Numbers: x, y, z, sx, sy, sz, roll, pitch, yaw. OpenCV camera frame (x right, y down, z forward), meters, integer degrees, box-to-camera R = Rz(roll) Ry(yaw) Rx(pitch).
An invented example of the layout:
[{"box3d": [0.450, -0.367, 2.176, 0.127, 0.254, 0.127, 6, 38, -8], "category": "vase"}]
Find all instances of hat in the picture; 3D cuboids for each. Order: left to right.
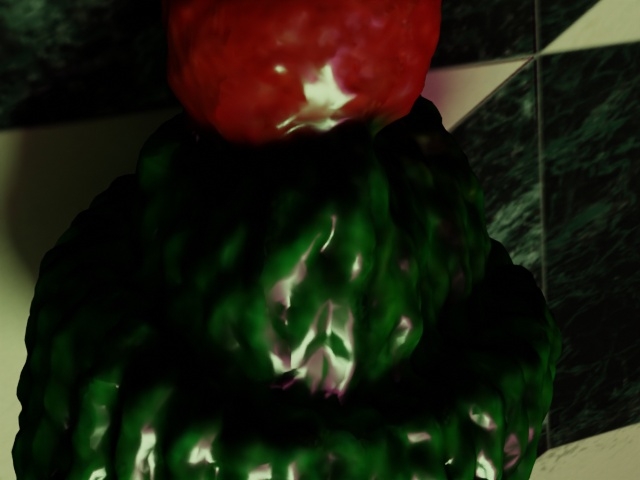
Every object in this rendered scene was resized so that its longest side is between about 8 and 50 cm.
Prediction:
[{"box3d": [0.000, 0.000, 0.704, 0.242, 0.274, 0.332, 7, 114, -5], "category": "hat"}]
